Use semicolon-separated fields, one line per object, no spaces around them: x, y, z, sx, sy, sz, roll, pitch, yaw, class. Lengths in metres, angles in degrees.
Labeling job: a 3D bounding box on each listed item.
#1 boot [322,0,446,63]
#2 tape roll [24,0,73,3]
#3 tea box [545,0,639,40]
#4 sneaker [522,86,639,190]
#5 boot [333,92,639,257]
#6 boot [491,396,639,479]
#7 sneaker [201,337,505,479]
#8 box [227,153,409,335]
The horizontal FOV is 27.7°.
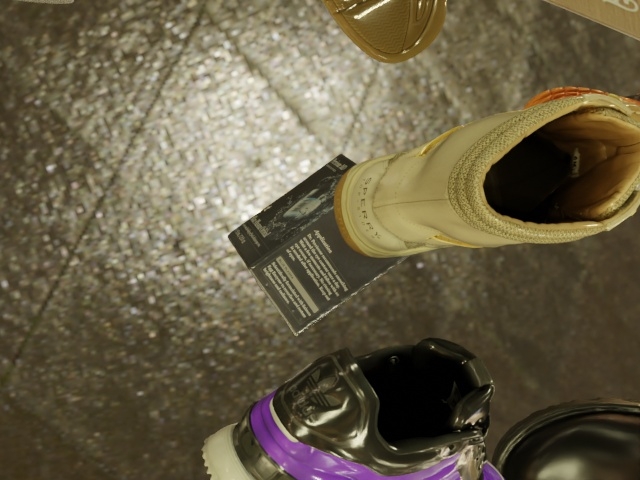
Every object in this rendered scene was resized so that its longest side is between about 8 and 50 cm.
-0.007;-0.215;0.773;0.213;0.077;0.165;57;-1;-26;boot
-0.263;-0.204;0.827;0.219;0.219;0.072;0;99;-50;tape roll
0.190;-0.247;0.322;0.329;0.220;0.323;-46;145;-20;tea box
0.324;-0.089;1.276;0.121;0.262;0.099;82;12;-57;sneaker
0.163;-0.051;0.856;0.262;0.203;0.095;-12;91;-24;boot
0.332;0.236;1.176;0.260;0.348;0.131;-59;145;-79;boot
0.070;0.137;0.851;0.293;0.146;0.102;22;26;-50;sneaker
0.000;0.000;1.346;0.158;0.156;0.093;-35;107;-3;box
